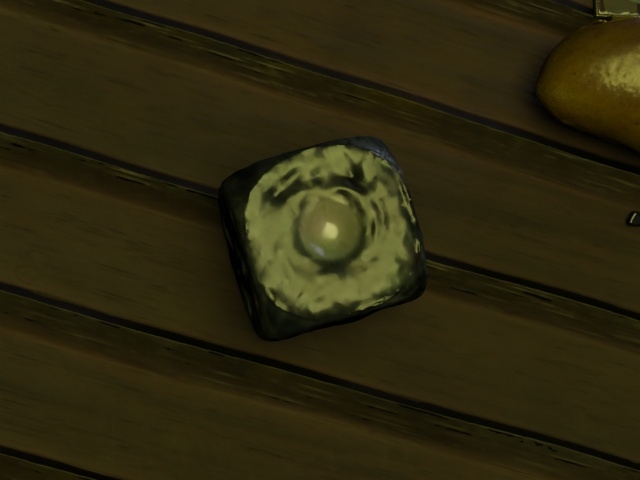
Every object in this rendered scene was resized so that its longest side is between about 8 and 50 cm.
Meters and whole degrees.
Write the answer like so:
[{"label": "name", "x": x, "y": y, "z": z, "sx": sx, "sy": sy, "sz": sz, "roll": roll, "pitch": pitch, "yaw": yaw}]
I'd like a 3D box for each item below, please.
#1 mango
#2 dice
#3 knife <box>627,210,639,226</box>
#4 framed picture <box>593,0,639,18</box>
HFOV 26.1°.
[{"label": "mango", "x": 0.374, "y": -0.175, "z": 1.550, "sx": 0.262, "sy": 0.130, "sz": 0.167, "roll": 11, "pitch": 88, "yaw": -1}, {"label": "dice", "x": 0.000, "y": 0.000, "z": 1.437, "sx": 0.182, "sy": 0.183, "sz": 0.181, "roll": -14, "pitch": 85, "yaw": -10}, {"label": "knife", "x": 0.434, "y": -0.030, "z": 1.595, "sx": 0.170, "sy": 0.010, "sz": 0.023, "roll": -3, "pitch": 88, "yaw": -11}, {"label": "framed picture", "x": 0.386, "y": -0.359, "z": 1.638, "sx": 0.136, "sy": 0.010, "sz": 0.200, "roll": 1, "pitch": 81, "yaw": -9}]
